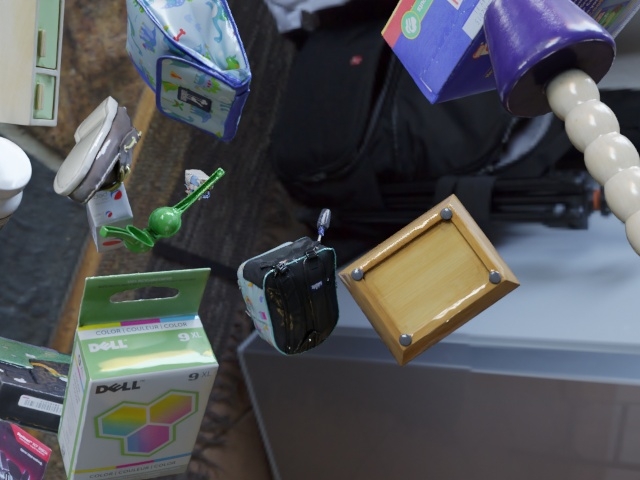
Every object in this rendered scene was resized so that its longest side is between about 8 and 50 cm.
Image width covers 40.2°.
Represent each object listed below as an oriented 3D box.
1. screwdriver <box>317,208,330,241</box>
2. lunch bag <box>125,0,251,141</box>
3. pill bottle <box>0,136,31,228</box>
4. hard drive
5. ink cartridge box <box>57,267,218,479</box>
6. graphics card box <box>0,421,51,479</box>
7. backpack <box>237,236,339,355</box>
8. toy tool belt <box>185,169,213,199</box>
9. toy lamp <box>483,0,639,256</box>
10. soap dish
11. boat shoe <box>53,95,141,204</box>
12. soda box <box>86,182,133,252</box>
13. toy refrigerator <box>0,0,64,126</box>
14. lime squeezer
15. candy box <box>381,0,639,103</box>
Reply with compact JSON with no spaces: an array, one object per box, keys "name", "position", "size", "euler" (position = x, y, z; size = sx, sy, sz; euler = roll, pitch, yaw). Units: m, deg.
[{"name":"screwdriver","position":[0.000,0.000,1.723],"size":[0.169,0.025,0.024],"euler":[-81,154,-44]},{"name":"lunch bag","position":[-0.127,-0.182,0.874],"size":[0.096,0.129,0.151],"euler":[-36,82,-20]},{"name":"pill bottle","position":[-0.716,-0.085,1.805],"size":[0.162,0.278,0.162],"euler":[26,44,-28]},{"name":"hard drive","position":[-0.425,0.235,1.393],"size":[0.237,0.339,0.064],"euler":[22,88,-28]},{"name":"ink cartridge box","position":[-0.154,0.122,0.745],"size":[0.109,0.062,0.209],"euler":[-3,133,-28]},{"name":"graphics card box","position":[-0.699,0.524,1.761],"size":[0.233,0.094,0.370],"euler":[48,27,-30]},{"name":"backpack","position":[-0.054,0.103,1.570],"size":[0.166,0.144,0.188],"euler":[-25,113,-30]},{"name":"toy tool belt","position":[-0.226,-0.097,1.637],"size":[0.052,0.083,0.051],"euler":[-1,114,-34]},{"name":"toy lamp","position":[0.172,-0.040,0.512],"size":[0.080,0.080,0.274],"euler":[23,41,-54]},{"name":"soap dish","position":[0.211,0.076,1.730],"size":[0.229,0.291,0.118],"euler":[56,4,11]},{"name":"boat shoe","position":[-0.357,-0.139,1.444],"size":[0.097,0.117,0.324],"euler":[45,15,-23]},{"name":"soda box","position":[-0.385,-0.040,1.594],"size":[0.069,0.216,0.073],"euler":[-16,81,-15]},{"name":"toy refrigerator","position":[-0.549,-0.354,1.652],"size":[0.102,0.094,0.269],"euler":[-23,120,-76]},{"name":"lime squeezer","position":[-0.283,-0.041,1.504],"size":[0.310,0.059,0.109],"euler":[-35,147,-51]},{"name":"candy box","position":[0.260,-0.306,0.980],"size":[0.317,0.268,0.122],"euler":[-19,66,-39]}]
